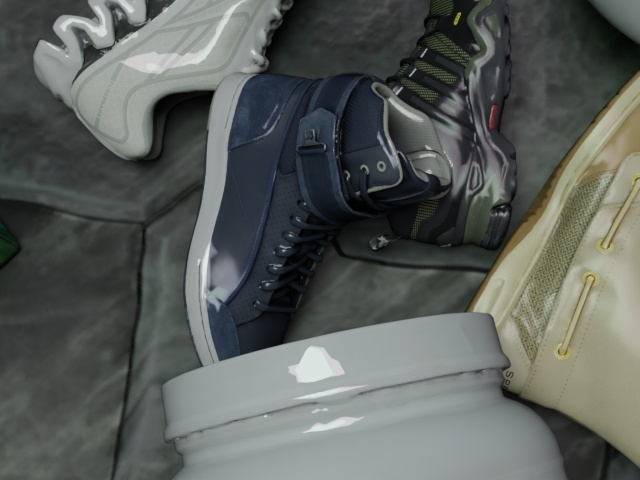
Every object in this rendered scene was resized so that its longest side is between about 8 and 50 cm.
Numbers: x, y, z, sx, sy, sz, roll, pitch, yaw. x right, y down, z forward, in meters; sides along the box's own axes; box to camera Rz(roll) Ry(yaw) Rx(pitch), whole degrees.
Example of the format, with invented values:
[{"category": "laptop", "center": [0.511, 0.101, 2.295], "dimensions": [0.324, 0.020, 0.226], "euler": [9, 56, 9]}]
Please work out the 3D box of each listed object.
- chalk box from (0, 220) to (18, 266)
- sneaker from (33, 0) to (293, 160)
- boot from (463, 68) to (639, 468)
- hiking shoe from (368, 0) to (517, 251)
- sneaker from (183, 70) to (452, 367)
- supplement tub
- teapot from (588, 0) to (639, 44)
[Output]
[{"category": "chalk box", "center": [-0.347, -0.020, 0.691], "dimensions": [0.289, 0.180, 0.179], "euler": [-43, 75, -3]}, {"category": "sneaker", "center": [-0.066, -0.174, 0.740], "dimensions": [0.292, 0.110, 0.118], "euler": [-38, 84, 4]}, {"category": "boot", "center": [0.234, 0.019, 0.653], "dimensions": [0.203, 0.095, 0.262], "euler": [33, 85, 14]}, {"category": "hiking shoe", "center": [0.075, -0.105, 0.707], "dimensions": [0.114, 0.086, 0.227], "euler": [-3, 77, 3]}, {"category": "sneaker", "center": [-0.001, -0.001, 0.657], "dimensions": [0.163, 0.086, 0.226], "euler": [4, 90, 31]}, {"category": "supplement tub", "center": [0.038, 0.220, 0.552], "dimensions": [0.235, 0.235, 0.325], "euler": [-13, 78, 4]}, {"category": "teapot", "center": [0.285, -0.237, 0.625], "dimensions": [0.252, 0.187, 0.256], "euler": [-26, 59, -28]}]
